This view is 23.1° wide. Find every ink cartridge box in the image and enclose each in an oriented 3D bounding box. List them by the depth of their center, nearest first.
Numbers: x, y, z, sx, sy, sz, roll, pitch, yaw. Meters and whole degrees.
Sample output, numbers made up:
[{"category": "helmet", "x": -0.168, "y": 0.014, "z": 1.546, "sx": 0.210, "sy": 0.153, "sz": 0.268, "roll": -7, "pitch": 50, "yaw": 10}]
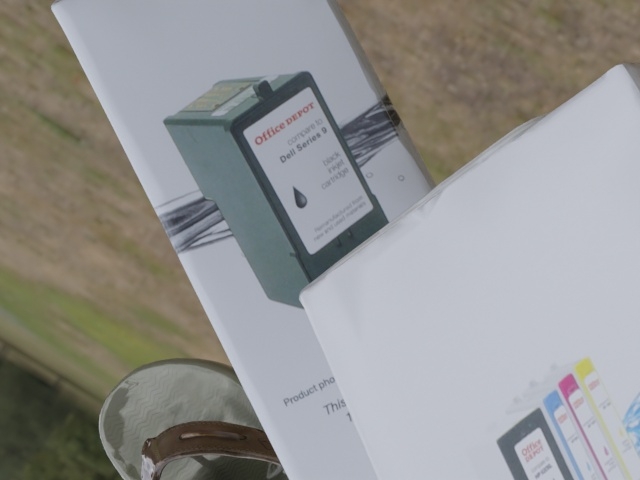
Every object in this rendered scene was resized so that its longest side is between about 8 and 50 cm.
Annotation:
[{"category": "ink cartridge box", "x": 0.139, "y": 0.075, "z": 0.552, "sx": 0.171, "sy": 0.168, "sz": 0.233, "roll": -6, "pitch": -114, "yaw": -48}, {"category": "ink cartridge box", "x": 0.000, "y": 0.000, "z": 0.779, "sx": 0.289, "sy": 0.121, "sz": 0.211, "roll": 63, "pitch": -179, "yaw": 7}]

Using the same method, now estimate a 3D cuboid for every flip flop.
[{"category": "flip flop", "x": -0.057, "y": 0.159, "z": 0.957, "sx": 0.080, "sy": 0.112, "sz": 0.277, "roll": 26, "pitch": -167, "yaw": -46}]
